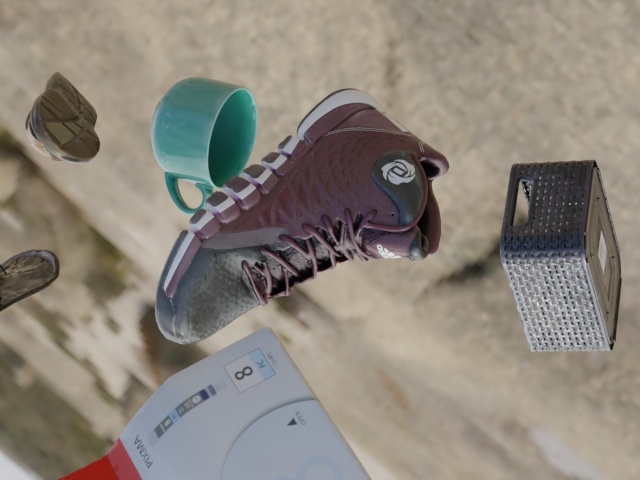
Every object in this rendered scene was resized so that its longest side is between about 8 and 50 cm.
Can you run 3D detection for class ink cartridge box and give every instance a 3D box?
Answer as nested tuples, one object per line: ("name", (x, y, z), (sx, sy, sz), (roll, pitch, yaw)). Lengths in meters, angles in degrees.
("ink cartridge box", (-0.153, 0.306, 2.190), (0.308, 0.385, 0.091), (54, 167, 40))

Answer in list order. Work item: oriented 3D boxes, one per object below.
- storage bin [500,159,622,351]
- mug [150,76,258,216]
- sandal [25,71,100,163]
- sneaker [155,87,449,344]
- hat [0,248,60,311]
("storage bin", (0.240, 0.017, 1.839), (0.084, 0.122, 0.180), (-1, 141, 18))
("mug", (-0.155, -0.125, 2.287), (0.097, 0.158, 0.129), (16, 150, 22))
("sandal", (-0.286, -0.125, 2.001), (0.090, 0.060, 0.219), (49, -172, -20))
("sneaker", (0.000, 0.000, 1.555), (0.162, 0.281, 0.106), (31, 160, 31))
("hat", (-0.473, 0.055, 2.224), (0.134, 0.331, 0.331), (59, 166, -14))
